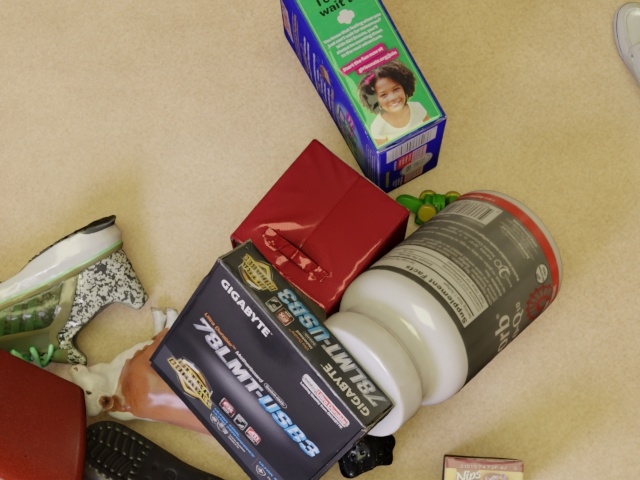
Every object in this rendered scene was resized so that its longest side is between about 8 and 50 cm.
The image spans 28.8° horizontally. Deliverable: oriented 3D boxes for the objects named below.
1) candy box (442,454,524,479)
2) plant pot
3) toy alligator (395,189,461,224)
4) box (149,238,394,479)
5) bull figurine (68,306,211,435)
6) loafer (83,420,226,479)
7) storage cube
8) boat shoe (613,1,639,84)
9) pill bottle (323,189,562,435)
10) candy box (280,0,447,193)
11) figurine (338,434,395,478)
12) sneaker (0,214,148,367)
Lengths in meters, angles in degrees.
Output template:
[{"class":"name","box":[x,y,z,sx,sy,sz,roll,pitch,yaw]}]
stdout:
[{"class":"candy box","box":[0.228,0.333,1.770,0.109,0.187,0.053,3,80,6]},{"class":"plant pot","box":[-0.473,0.304,1.749,0.267,0.267,0.236,27,39,-12]},{"class":"toy alligator","box":[0.209,-0.041,1.908,0.189,0.056,0.051,4,123,4]},{"class":"box","box":[-0.076,0.191,1.685,0.295,0.293,0.073,48,51,8]},{"class":"bull figurine","box":[-0.214,0.205,1.870,0.310,0.101,0.188,17,78,-1]},{"class":"loafer","box":[-0.213,0.406,1.845,0.366,0.130,0.134,37,45,3]},{"class":"storage cube","box":[0.000,0.000,1.840,0.183,0.215,0.193,38,79,10]},{"class":"boat shoe","box":[0.518,-0.272,1.905,0.083,0.076,0.226,-23,79,0]},{"class":"pill bottle","box":[0.158,0.099,1.731,0.210,0.210,0.363,46,55,10]},{"class":"candy box","box":[0.058,-0.251,1.844,0.122,0.268,0.317,-29,79,-4]},{"class":"figurine","box":[0.053,0.366,1.768,0.092,0.209,0.215,3,81,6]},{"class":"sneaker","box":[-0.437,0.139,1.893,0.410,0.158,0.182,-35,93,2]}]
